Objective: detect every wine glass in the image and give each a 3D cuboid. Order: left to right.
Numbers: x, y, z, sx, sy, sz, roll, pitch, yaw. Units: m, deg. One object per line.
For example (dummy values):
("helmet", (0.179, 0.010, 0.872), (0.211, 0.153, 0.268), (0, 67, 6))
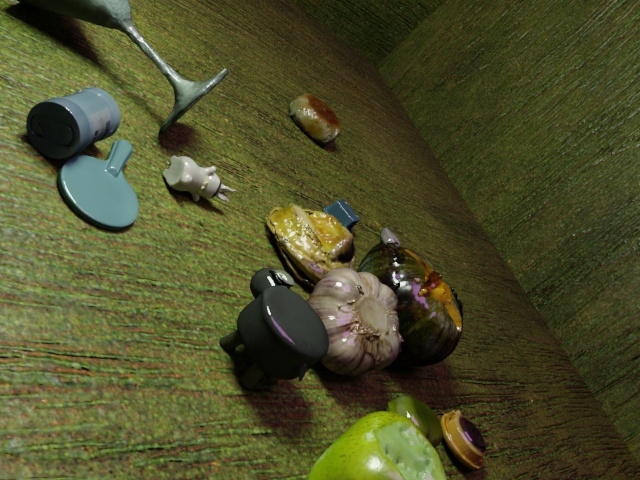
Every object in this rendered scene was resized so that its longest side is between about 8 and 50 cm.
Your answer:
("wine glass", (-0.406, -0.451, 1.439), (0.406, 0.267, 0.267), (47, 23, -13))

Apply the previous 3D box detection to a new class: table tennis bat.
("table tennis bat", (-0.385, -0.111, 1.206), (0.153, 0.040, 0.244), (38, 29, -25))

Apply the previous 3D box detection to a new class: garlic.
("garlic", (0.056, 0.175, 1.397), (0.245, 0.161, 0.244), (24, 54, -38))

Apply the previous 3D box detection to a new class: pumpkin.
("pumpkin", (0.214, 0.161, 1.626), (0.320, 0.192, 0.320), (45, 22, -24))

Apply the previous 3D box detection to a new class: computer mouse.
("computer mouse", (0.215, 0.000, 2.096), (0.066, 0.039, 0.096), (37, 18, -26))

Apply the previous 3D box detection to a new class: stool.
("stool", (-0.080, 0.160, 1.187), (0.153, 0.139, 0.228), (39, 23, -22))

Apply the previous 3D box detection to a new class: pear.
("pear", (0.131, 0.412, 1.149), (0.292, 0.159, 0.292), (40, 21, -19))

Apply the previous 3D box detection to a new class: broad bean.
("broad bean", (0.191, 0.386, 1.405), (0.124, 0.082, 0.174), (59, 15, 23))

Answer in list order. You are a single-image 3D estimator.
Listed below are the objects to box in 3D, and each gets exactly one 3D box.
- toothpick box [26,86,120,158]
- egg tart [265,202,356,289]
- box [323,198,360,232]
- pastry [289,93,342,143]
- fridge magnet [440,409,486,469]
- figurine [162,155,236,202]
("toothpick box", (-0.435, -0.211, 1.189), (0.101, 0.101, 0.153), (45, 22, -8))
("egg tart", (0.000, 0.000, 1.614), (0.297, 0.132, 0.297), (37, 21, -17))
("box", (0.064, -0.071, 1.919), (0.099, 0.054, 0.074), (52, 21, 10))
("pastry", (-0.015, -0.414, 2.271), (0.192, 0.093, 0.182), (46, 25, -7))
("fridge magnet", (0.332, 0.460, 1.545), (0.143, 0.063, 0.143), (41, 20, -19))
("figurine", (-0.255, -0.137, 1.418), (0.146, 0.081, 0.098), (16, 39, -52))
